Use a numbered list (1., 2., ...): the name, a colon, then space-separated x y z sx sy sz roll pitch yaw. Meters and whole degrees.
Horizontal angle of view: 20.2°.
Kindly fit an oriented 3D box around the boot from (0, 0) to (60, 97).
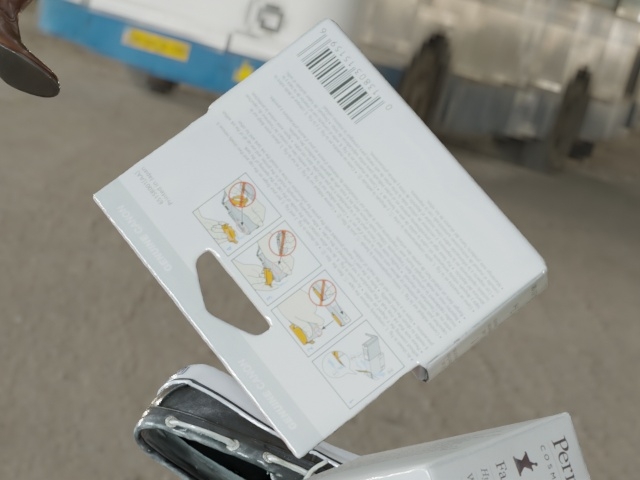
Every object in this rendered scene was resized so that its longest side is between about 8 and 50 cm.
1. boot: -0.224 -0.175 1.373 0.106 0.037 0.114 35 49 -12

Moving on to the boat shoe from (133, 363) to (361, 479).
1. boat shoe: -0.026 0.228 1.607 0.306 0.113 0.105 36 40 2

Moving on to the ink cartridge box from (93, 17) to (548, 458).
1. ink cartridge box: 0.000 0.000 1.393 0.275 0.239 0.060 50 -6 17

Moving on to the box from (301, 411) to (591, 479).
1. box: 0.069 0.208 1.018 0.119 0.181 0.182 -16 -4 -42
